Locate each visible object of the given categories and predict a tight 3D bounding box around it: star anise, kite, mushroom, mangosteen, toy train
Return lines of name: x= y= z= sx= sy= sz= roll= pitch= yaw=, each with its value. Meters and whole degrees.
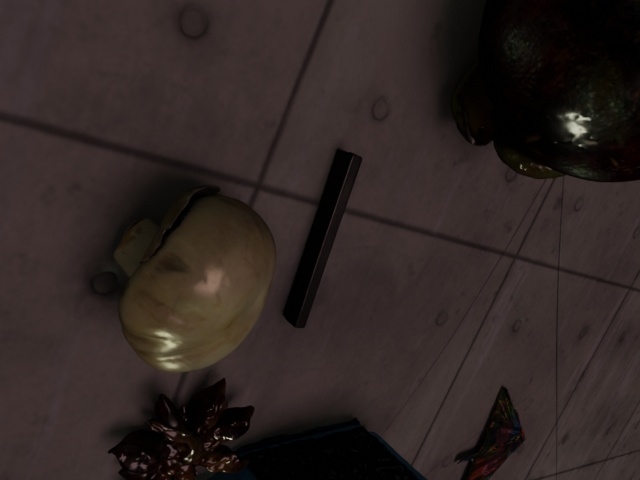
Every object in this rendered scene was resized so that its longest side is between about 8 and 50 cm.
star anise: x=-0.138 y=0.212 z=0.593 sx=0.167 sy=0.057 sz=0.168 roll=-22 pitch=131 yaw=-28
kite: x=0.329 y=0.409 z=1.130 sx=0.233 sy=0.016 sz=0.321 roll=2 pitch=113 yaw=-42
mushroom: x=-0.106 y=0.030 z=0.477 sx=0.154 sy=0.122 sz=0.154 roll=-63 pitch=173 yaw=-14
mangosteen: x=0.280 y=-0.187 z=0.581 sx=0.288 sy=0.288 sz=0.288 roll=-20 pitch=126 yaw=-31
toy train: x=-0.006 y=0.371 z=0.708 sx=0.300 sy=0.188 sz=0.265 roll=0 pitch=109 yaw=-39

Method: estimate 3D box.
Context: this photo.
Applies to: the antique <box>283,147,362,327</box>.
antique: x=0.000 y=0.000 z=0.603 sx=0.015 sy=0.031 sz=0.192 roll=8 pitch=109 yaw=-35
